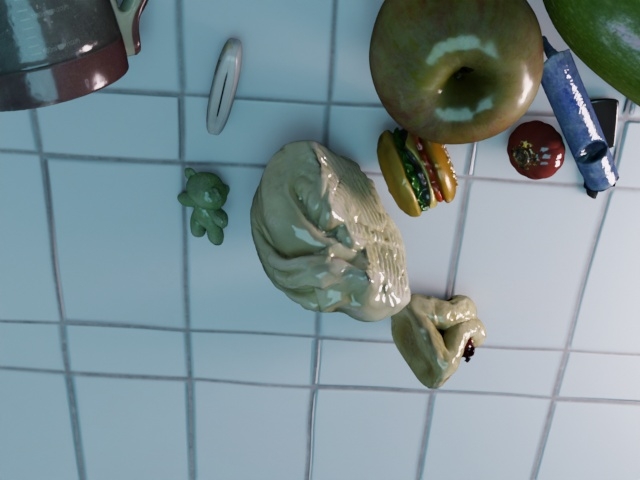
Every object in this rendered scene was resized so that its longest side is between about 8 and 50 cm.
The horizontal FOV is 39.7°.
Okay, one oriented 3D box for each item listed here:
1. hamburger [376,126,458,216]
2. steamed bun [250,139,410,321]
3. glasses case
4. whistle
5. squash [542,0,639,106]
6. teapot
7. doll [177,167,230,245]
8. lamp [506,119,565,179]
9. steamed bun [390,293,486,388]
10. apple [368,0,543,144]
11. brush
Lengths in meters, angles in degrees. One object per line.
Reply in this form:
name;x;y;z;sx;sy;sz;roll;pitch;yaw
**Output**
hamburger;0.158;-0.121;1.464;0.115;0.162;0.162;-22;120;7
steamed bun;0.000;0.000;1.492;0.206;0.275;0.320;-23;84;28
glasses case;-0.157;-0.248;1.440;0.041;0.063;0.164;14;122;-7
whistle;0.405;-0.195;1.409;0.062;0.062;0.304;-24;132;16
squash;0.446;-0.335;1.257;0.308;0.310;0.310;19;122;6
teapot;-0.391;-0.381;1.290;0.315;0.233;0.312;-21;119;-20
doll;-0.199;-0.061;1.566;0.115;0.077;0.150;34;138;24
lamp;0.359;-0.150;1.475;0.101;0.090;0.101;29;133;36
steamed bun;0.232;0.170;1.653;0.155;0.172;0.141;-22;163;-21
apple;0.197;-0.278;1.314;0.256;0.234;0.257;-1;124;-1
brush;0.470;-0.154;1.515;0.063;0.016;0.193;-4;122;3
